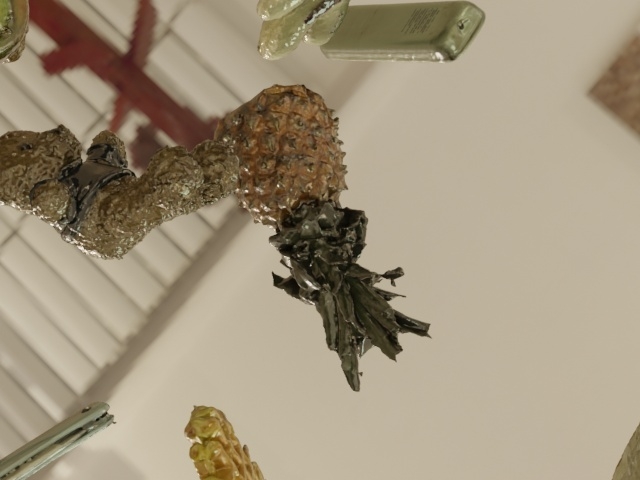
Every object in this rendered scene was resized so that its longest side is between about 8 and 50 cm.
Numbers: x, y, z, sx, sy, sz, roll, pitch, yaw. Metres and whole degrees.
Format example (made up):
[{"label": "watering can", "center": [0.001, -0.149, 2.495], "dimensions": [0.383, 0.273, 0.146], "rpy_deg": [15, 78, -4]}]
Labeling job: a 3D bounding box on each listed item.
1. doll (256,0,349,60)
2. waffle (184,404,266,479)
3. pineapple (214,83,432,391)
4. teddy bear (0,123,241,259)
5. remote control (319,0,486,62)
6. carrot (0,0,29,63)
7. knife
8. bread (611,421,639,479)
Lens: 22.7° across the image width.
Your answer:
[{"label": "doll", "center": [0.022, -0.319, 1.954], "dimensions": [0.278, 0.149, 0.175], "rpy_deg": [-57, -174, 50]}, {"label": "waffle", "center": [-0.116, 0.363, 2.256], "dimensions": [0.065, 0.283, 0.309], "rpy_deg": [-21, 170, 2]}, {"label": "pineapple", "center": [-0.003, 0.001, 1.864], "dimensions": [0.165, 0.364, 0.165], "rpy_deg": [-23, 169, -5]}, {"label": "teddy bear", "center": [-0.218, -0.046, 1.582], "dimensions": [0.182, 0.251, 0.129], "rpy_deg": [-21, 119, -72]}, {"label": "remote control", "center": [0.099, -0.275, 2.093], "dimensions": [0.309, 0.038, 0.090], "rpy_deg": [9, -117, 56]}, {"label": "carrot", "center": [-0.406, -0.221, 1.507], "dimensions": [0.139, 0.302, 0.138], "rpy_deg": [-12, 105, -58]}, {"label": "knife", "center": [-0.225, 0.171, 1.231], "dimensions": [0.162, 0.023, 0.044], "rpy_deg": [-32, -170, -33]}, {"label": "bread", "center": [0.479, 0.320, 1.905], "dimensions": [0.225, 0.279, 0.250], "rpy_deg": [-81, -172, -55]}]
